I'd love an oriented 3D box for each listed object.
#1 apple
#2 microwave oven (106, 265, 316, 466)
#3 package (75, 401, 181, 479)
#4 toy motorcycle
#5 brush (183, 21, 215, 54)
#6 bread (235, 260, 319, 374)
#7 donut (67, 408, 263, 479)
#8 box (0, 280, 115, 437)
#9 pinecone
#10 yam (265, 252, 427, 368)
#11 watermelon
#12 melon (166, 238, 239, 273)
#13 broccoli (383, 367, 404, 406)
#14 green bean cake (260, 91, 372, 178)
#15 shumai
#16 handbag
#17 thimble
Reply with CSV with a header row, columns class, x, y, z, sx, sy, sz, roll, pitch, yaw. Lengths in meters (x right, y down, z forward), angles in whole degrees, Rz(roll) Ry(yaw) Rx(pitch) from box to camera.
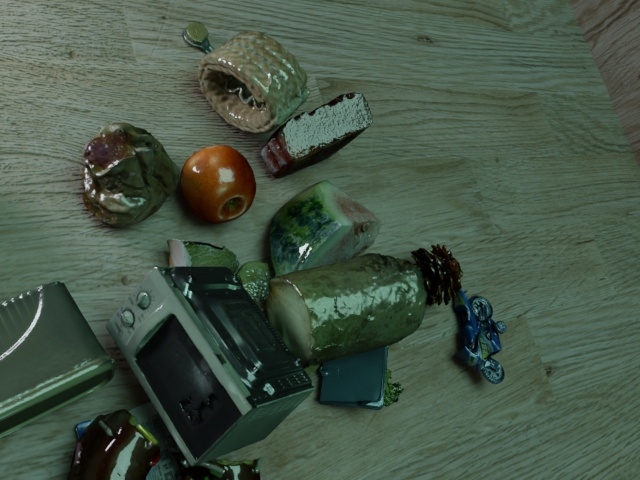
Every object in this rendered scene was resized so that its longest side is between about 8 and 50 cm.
class,x,y,z,sx,sy,sz,roll,pitch,yaw
apple,-0.211,-0.114,1.431,0.163,0.163,0.139,-9,61,-38
microwave oven,-0.184,0.198,1.194,0.295,0.181,0.237,51,22,21
package,-0.329,0.381,1.204,0.173,0.027,0.171,-9,79,-38
toy motorcycle,0.399,0.244,1.761,0.135,0.092,0.254,13,54,-21
brush,-0.220,-0.419,1.648,0.266,0.027,0.062,42,55,-13
bread,-0.075,0.173,1.468,0.207,0.056,0.286,-6,75,-36
donut,-0.260,0.448,1.133,0.345,0.136,0.259,31,56,-28
box,-0.489,0.198,1.090,0.274,0.138,0.178,-24,74,-30
pinecone,0.269,0.092,1.698,0.173,0.173,0.174,15,61,-30
yam,0.058,0.135,1.385,0.300,0.195,0.195,-12,77,-23
watermelon,0.000,0.000,1.535,0.231,0.193,0.310,24,24,-9
melon,-0.249,0.064,1.383,0.202,0.093,0.139,31,78,-56
broccoli,0.125,0.320,1.525,0.095,0.097,0.092,20,96,-51
green bean cake,-0.016,-0.245,1.610,0.232,0.198,0.097,-27,86,-37
shumai,-0.352,-0.148,1.322,0.184,0.185,0.218,52,49,-6
handbag,0.074,0.252,1.498,0.144,0.057,0.221,1,61,11
thimble,-0.150,-0.356,1.536,0.148,0.229,0.196,-48,137,-29
